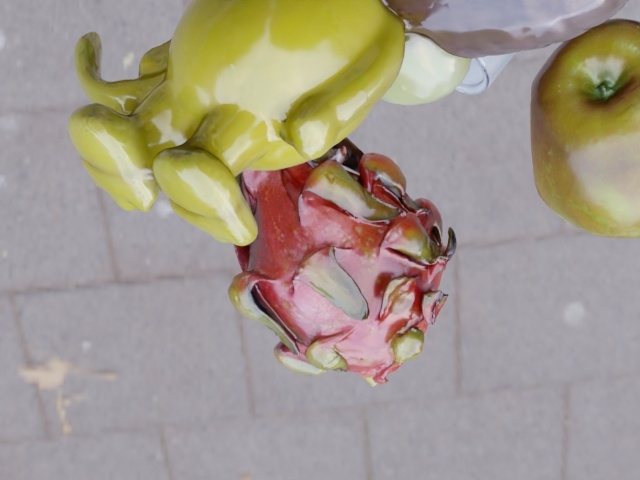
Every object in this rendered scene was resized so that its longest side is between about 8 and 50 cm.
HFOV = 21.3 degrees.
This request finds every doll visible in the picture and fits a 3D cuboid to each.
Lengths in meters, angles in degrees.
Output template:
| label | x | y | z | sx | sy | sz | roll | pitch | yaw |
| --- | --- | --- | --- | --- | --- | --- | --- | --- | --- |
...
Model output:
| label | x | y | z | sx | sy | sz | roll | pitch | yaw |
| --- | --- | --- | --- | --- | --- | --- | --- | --- | --- |
| doll | 0.009 | -0.080 | 0.456 | 0.188 | 0.145 | 0.096 | -36 | 130 | -3 |

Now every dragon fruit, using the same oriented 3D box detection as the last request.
| label | x | y | z | sx | sy | sz | roll | pitch | yaw |
| --- | --- | --- | --- | --- | --- | --- | --- | --- | --- |
| dragon fruit | 0.017 | 0.001 | 1.814 | 0.243 | 0.227 | 0.307 | 2 | 86 | -17 |

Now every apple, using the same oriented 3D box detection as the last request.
| label | x | y | z | sx | sy | sz | roll | pitch | yaw |
| --- | --- | --- | --- | --- | --- | --- | --- | --- | --- |
| apple | 0.158 | -0.059 | 0.877 | 0.099 | 0.114 | 0.102 | 0 | 158 | 17 |

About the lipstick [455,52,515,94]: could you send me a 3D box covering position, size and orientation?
| label | x | y | z | sx | sy | sz | roll | pitch | yaw |
| --- | --- | --- | --- | --- | --- | --- | --- | --- | --- |
| lipstick | 0.109 | -0.138 | 0.893 | 0.040 | 0.141 | 0.040 | 31 | 156 | 16 |
